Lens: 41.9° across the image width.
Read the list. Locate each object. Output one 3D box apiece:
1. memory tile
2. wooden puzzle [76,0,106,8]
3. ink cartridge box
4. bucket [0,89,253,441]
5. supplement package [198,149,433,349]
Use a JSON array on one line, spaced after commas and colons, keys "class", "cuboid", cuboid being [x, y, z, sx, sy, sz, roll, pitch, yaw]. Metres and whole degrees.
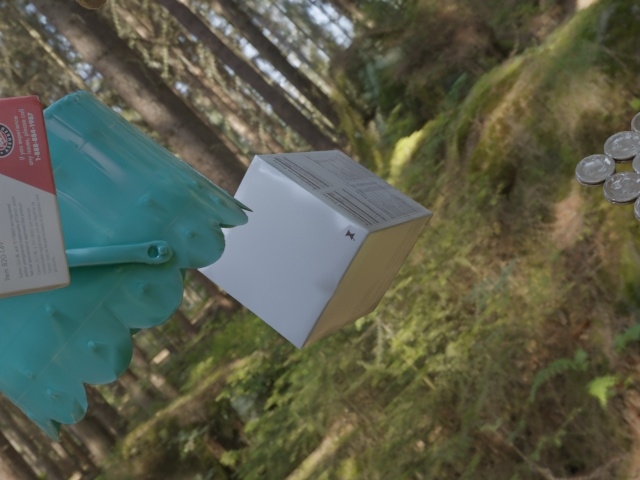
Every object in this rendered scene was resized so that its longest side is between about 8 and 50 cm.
[{"class": "memory tile", "cuboid": [0.317, -0.080, 0.761, 0.148, 0.113, 0.012, -38, -47, -7]}, {"class": "wooden puzzle", "cuboid": [-0.308, -0.414, 0.974, 0.239, 0.044, 0.220, 24, -110, -78]}, {"class": "ink cartridge box", "cuboid": [-0.256, -0.013, 0.485, 0.198, 0.115, 0.067, -9, 2, -18]}, {"class": "bucket", "cuboid": [-0.215, 0.017, 0.740, 0.281, 0.183, 0.281, -48, 7, 8]}, {"class": "supplement package", "cuboid": [0.000, 0.000, 1.238, 0.199, 0.198, 0.263, -61, -19, 20]}]
